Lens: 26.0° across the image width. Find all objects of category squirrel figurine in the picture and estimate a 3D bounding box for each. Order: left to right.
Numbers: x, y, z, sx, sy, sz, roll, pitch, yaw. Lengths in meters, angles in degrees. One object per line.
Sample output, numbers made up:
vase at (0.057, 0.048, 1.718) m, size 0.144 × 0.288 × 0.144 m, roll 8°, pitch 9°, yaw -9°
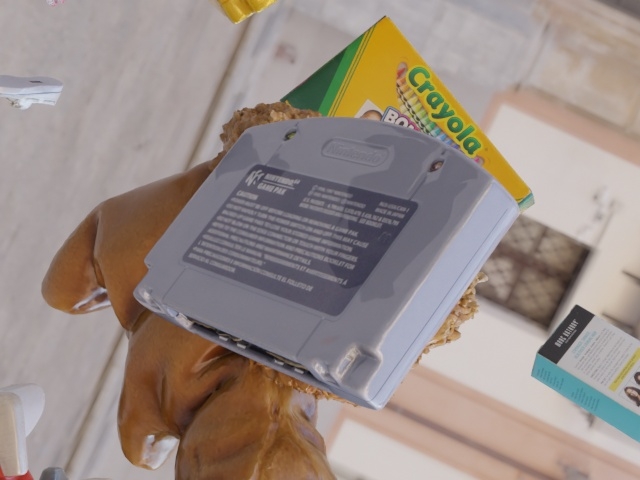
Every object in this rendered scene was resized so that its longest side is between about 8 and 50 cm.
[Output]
squirrel figurine at (-0.048, 0.098, 1.211) m, size 0.397 × 0.281 × 0.370 m, roll -50°, pitch -145°, yaw 36°

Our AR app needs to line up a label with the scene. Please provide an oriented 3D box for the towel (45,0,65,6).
towel at (-0.298, -0.301, 1.334) m, size 0.029 × 0.144 × 0.197 m, roll -26°, pitch -177°, yaw -1°

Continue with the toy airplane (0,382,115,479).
toy airplane at (-0.356, 0.338, 1.425) m, size 0.272 × 0.386 × 0.384 m, roll -29°, pitch -143°, yaw 26°

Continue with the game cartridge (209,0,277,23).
game cartridge at (-0.014, -0.360, 1.582) m, size 0.285 × 0.052 × 0.323 m, roll -34°, pitch -161°, yaw -1°

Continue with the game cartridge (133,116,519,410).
game cartridge at (0.000, 0.000, 0.997) m, size 0.294 × 0.060 × 0.196 m, roll 17°, pitch -110°, yaw 52°

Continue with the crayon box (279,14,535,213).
crayon box at (0.103, -0.104, 1.635) m, size 0.165 × 0.278 × 0.081 m, roll -39°, pitch 168°, yaw 4°

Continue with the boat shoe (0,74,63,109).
boat shoe at (-0.326, -0.159, 1.517) m, size 0.100 × 0.035 × 0.035 m, roll -11°, pitch 126°, yaw -55°

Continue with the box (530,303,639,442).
box at (0.397, 0.188, 1.754) m, size 0.100 × 0.244 × 0.060 m, roll -45°, pitch 155°, yaw -30°
